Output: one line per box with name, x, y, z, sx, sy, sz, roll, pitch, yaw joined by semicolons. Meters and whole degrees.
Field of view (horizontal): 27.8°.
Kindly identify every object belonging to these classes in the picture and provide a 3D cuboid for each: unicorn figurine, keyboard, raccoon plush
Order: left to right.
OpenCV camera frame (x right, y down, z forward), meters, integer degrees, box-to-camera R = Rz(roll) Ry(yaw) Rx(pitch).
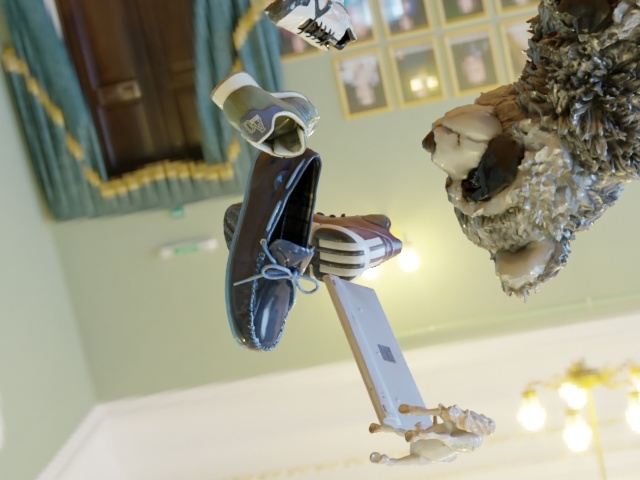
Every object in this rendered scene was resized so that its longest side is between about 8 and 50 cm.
keyboard;0.063;0.123;1.416;0.072;0.014;0.256;23;-153;-29
unicorn figurine;0.102;0.180;1.182;0.111;0.060;0.162;9;171;-28
raccoon plush;0.317;-0.083;1.109;0.447;0.299;0.216;13;-156;10

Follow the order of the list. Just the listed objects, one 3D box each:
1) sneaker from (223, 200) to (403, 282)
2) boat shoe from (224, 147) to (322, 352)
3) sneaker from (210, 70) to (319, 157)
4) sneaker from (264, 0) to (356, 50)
sneaker;0.000;0.000;1.856;0.163;0.106;0.281;-12;-159;-44
boat shoe;-0.054;0.008;1.559;0.089;0.258;0.109;5;-179;37
sneaker;-0.043;-0.121;1.414;0.064;0.086;0.192;-43;157;15
sneaker;-0.003;-0.167;0.978;0.040;0.043;0.109;-31;171;28
